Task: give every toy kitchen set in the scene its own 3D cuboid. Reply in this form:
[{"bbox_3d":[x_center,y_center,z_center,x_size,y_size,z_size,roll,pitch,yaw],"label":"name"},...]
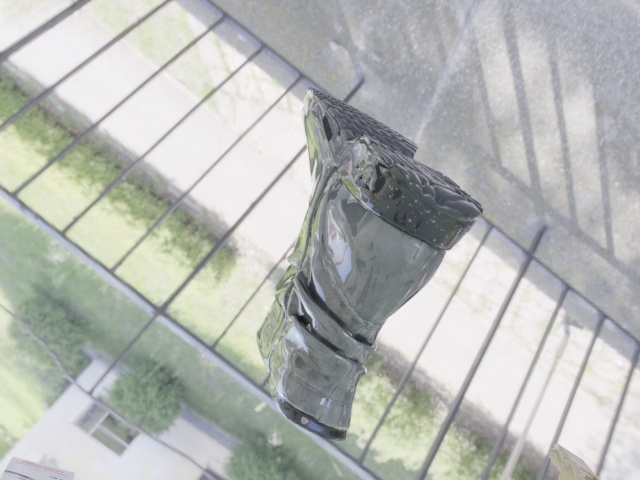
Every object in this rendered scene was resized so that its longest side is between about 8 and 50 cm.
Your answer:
[{"bbox_3d":[0.247,0.263,0.679,0.068,0.083,0.075,33,-174,-3],"label":"toy kitchen set"}]

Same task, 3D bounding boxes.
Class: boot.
[{"bbox_3d":[0.000,0.000,0.448,0.083,0.246,0.161,25,107,-18],"label":"boot"}]

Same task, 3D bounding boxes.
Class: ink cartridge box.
[{"bbox_3d":[-0.205,0.181,0.491,0.048,0.028,0.083,21,-179,-13],"label":"ink cartridge box"}]
